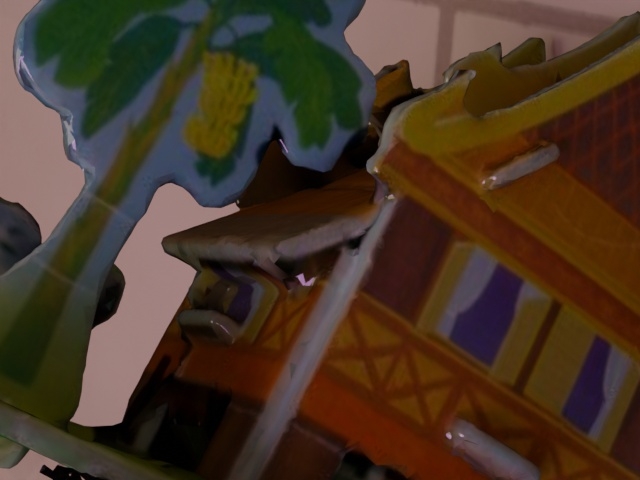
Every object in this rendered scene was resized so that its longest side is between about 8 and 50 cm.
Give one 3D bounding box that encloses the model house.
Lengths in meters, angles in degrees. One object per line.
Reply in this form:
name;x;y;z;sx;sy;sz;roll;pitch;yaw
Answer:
model house;0.000;0.000;0.552;0.242;0.358;0.313;-7;54;62
